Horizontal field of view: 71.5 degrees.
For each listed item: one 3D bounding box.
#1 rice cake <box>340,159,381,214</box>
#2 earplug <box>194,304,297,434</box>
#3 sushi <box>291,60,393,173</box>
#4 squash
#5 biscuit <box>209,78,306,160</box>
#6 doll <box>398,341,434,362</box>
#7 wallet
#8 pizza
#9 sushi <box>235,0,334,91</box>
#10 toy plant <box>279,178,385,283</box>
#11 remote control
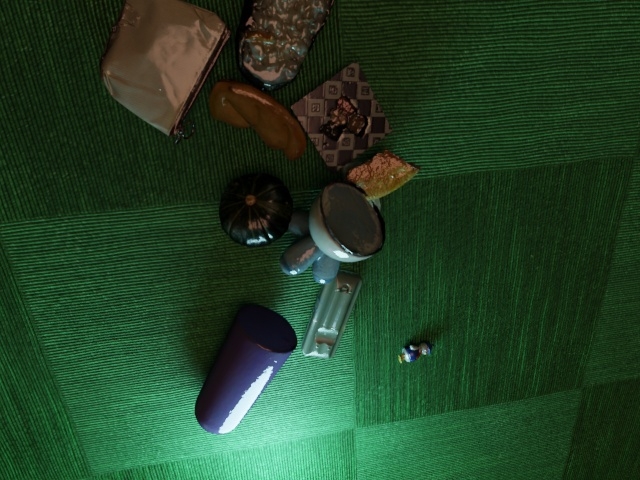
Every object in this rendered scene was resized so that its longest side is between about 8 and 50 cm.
[{"bbox_3d":[0.125,-0.140,1.367,0.124,0.038,0.211,-6,113,-8],"label":"rice cake"},{"bbox_3d":[-0.270,0.448,1.464,0.215,0.215,0.456,25,110,-19],"label":"earplug"},{"bbox_3d":[0.060,-0.348,1.266,0.219,0.047,0.231,-35,119,0],"label":"sushi"},{"bbox_3d":[-0.179,-0.085,1.257,0.218,0.218,0.172,-32,154,4],"label":"squash"},{"bbox_3d":[-0.158,-0.326,1.198,0.298,0.045,0.154,26,143,-20],"label":"biscuit"},{"bbox_3d":[0.354,0.409,1.636,0.142,0.058,0.099,-18,136,-9],"label":"doll"},{"bbox_3d":[-0.395,-0.445,1.111,0.274,0.068,0.336,29,104,-12],"label":"wallet"},{"bbox_3d":[0.160,-0.185,1.303,0.270,0.056,0.135,-27,117,6],"label":"pizza"},{"bbox_3d":[-0.097,-0.544,1.085,0.210,0.171,0.351,15,108,-18],"label":"sushi"},{"bbox_3d":[0.000,0.000,1.289,0.247,0.247,0.332,32,139,-21],"label":"toy plant"},{"bbox_3d":[0.037,0.256,1.506,0.127,0.066,0.336,12,110,-17],"label":"remote control"}]
